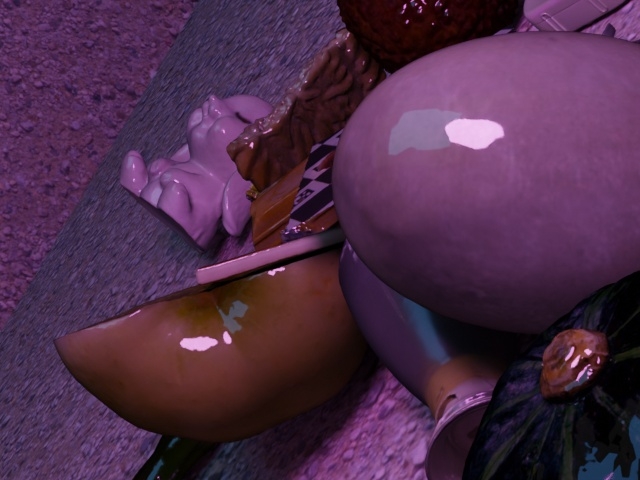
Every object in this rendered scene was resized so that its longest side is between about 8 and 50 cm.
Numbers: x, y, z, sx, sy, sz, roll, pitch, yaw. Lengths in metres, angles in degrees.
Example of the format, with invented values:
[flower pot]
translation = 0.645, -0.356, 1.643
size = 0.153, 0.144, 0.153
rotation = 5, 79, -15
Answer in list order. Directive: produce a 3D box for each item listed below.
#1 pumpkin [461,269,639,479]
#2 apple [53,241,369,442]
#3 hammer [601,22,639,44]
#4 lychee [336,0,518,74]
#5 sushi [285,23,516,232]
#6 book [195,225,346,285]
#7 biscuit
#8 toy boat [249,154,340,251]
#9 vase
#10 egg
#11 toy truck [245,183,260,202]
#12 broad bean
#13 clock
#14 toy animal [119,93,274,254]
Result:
[pumpkin]
translation = 0.218, 0.146, 0.821
size = 0.315, 0.238, 0.315
rotation = -45, 18, 19
[apple]
translation = -0.106, 0.086, 1.509
size = 0.312, 0.320, 0.360
rotation = -63, -1, 0
[hammer]
translation = 0.359, -0.204, 1.333
size = 0.226, 0.041, 0.159
rotation = -37, 28, 39
[lychee]
translation = 0.141, -0.339, 1.729
size = 0.260, 0.260, 0.260
rotation = -45, 23, 24
[sushi]
translation = 0.111, -0.107, 1.381
size = 0.292, 0.059, 0.294
rotation = -31, 16, 16
[book]
translation = 0.000, 0.000, 1.502
size = 0.295, 0.020, 0.208
rotation = -16, 0, -5
[biscuit]
translation = 0.009, -0.155, 1.813
size = 0.273, 0.187, 0.036
rotation = -51, 34, -14
[toy boat]
translation = 0.046, -0.073, 1.648
size = 0.310, 0.115, 0.089
rotation = -37, 29, 13
[vase]
translation = 0.124, 0.101, 1.221
size = 0.173, 0.173, 0.321
rotation = -47, 28, 20
[egg]
translation = 0.184, -0.047, 1.081
size = 0.352, 0.258, 0.258
rotation = 3, 46, 13
[toy truck]
translation = -0.006, -0.127, 1.898
size = 0.227, 0.114, 0.098
rotation = -56, 20, -5
[broad bean]
translation = -0.207, 0.308, 1.730
size = 0.339, 0.061, 0.077
rotation = -55, 32, 0
[clock]
translation = 0.331, -0.344, 1.581
size = 0.151, 0.062, 0.191
rotation = -25, 35, 53
[toy animal]
translation = -0.169, -0.125, 2.166
size = 0.265, 0.206, 0.271
rotation = -49, 35, -11
